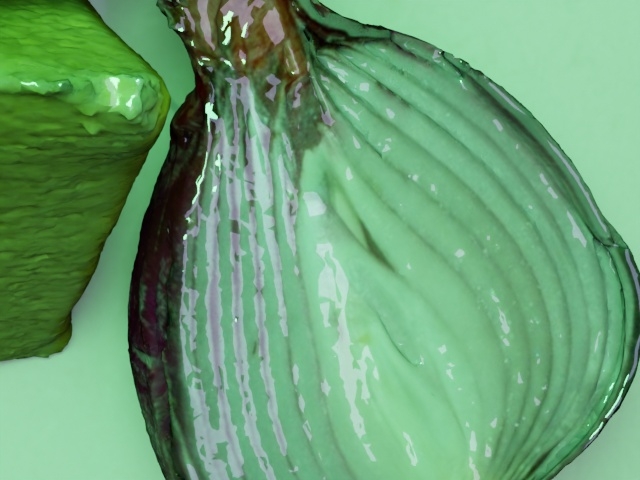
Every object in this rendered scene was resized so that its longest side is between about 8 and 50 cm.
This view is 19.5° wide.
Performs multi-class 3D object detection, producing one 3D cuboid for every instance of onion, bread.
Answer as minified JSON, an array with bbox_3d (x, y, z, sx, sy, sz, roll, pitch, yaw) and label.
[{"bbox_3d":[0.000,0.000,0.963,0.267,0.159,0.349,-27,105,-20],"label":"onion"},{"bbox_3d":[-0.198,-0.006,0.791,0.233,0.361,0.245,-4,105,-16],"label":"bread"}]
